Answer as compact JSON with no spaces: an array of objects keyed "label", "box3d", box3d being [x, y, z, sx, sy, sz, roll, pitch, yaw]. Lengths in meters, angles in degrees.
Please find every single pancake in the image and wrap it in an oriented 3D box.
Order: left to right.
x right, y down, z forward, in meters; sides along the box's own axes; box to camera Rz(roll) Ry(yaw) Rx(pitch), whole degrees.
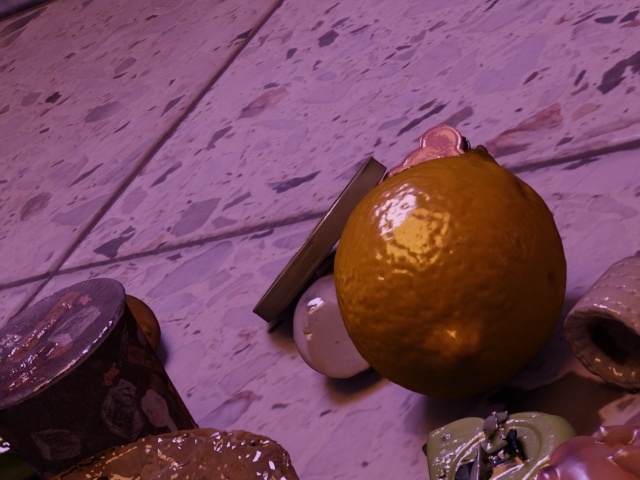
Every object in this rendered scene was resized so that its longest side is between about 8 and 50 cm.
[{"label":"pancake","box3d":[-0.187,0.321,1.639,0.387,0.082,0.387,-17,31,11]}]

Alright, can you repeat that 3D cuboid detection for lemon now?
[{"label":"lemon","box3d":[0.124,0.038,1.669,0.228,0.228,0.253,-18,28,30]}]

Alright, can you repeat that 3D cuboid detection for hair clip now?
[{"label":"hair clip","box3d":[0.153,-0.060,1.974,0.123,0.102,0.138,-41,25,-12]}]

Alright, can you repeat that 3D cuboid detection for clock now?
[{"label":"clock","box3d":[0.000,0.000,2.015,0.235,0.029,0.235,-52,1,2]}]

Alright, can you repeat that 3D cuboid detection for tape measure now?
[{"label":"tape measure","box3d":[0.160,0.210,1.457,0.154,0.087,0.177,-25,27,16]}]

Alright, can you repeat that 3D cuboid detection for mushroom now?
[{"label":"mushroom","box3d":[0.025,0.079,1.894,0.116,0.093,0.225,-19,15,3]}]

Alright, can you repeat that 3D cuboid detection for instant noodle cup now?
[{"label":"instant noodle cup","box3d":[-0.254,0.184,1.875,0.217,0.207,0.217,-27,25,14]}]

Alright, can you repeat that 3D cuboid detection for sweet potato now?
[{"label":"sweet potato","box3d":[-0.252,0.124,2.166,0.108,0.079,0.346,-63,27,2]}]

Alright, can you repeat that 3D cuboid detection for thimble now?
[{"label":"thimble","box3d":[0.288,0.073,1.547,0.115,0.102,0.090,16,48,43]}]

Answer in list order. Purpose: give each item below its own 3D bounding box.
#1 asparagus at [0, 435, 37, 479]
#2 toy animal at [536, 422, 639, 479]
[{"label":"asparagus","box3d":[-0.459,0.283,2.052,0.382,0.128,0.108,-28,-18,6]},{"label":"toy animal","box3d":[0.265,0.190,1.298,0.248,0.149,0.165,-37,6,9]}]
